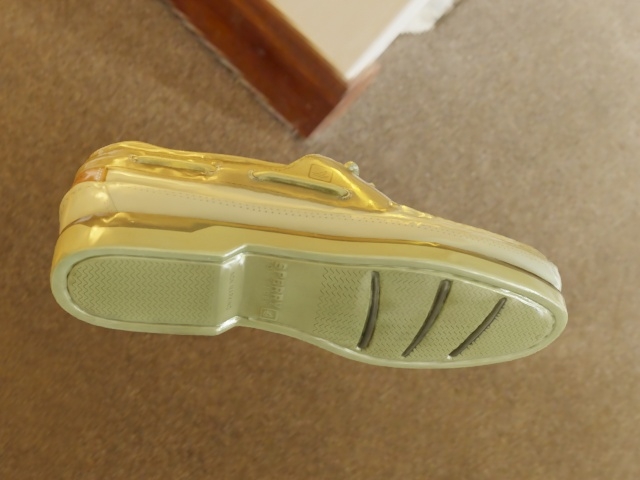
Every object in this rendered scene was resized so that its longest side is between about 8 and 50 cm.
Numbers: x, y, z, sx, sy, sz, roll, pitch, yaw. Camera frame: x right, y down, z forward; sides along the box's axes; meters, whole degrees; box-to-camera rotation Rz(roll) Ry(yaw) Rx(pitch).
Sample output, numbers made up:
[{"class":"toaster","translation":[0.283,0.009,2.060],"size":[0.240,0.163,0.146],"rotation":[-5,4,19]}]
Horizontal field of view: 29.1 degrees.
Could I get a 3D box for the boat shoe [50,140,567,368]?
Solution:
[{"class":"boat shoe","translation":[0.000,0.000,0.726],"size":[0.302,0.113,0.103],"rotation":[10,49,-13]}]
